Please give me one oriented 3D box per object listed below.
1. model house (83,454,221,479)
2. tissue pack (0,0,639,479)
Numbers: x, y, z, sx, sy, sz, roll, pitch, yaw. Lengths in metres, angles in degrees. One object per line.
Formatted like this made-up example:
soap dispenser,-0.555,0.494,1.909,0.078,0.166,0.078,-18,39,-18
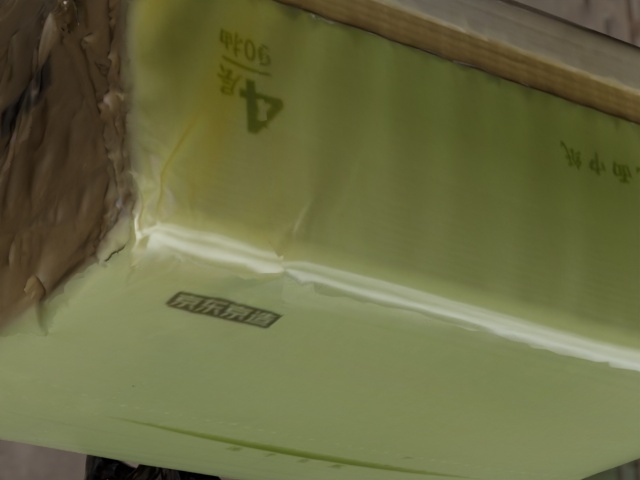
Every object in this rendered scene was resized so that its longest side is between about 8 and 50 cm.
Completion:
model house,-0.043,0.135,0.684,0.152,0.106,0.165,51,-41,36
tissue pack,0.000,0.000,0.555,0.234,0.159,0.125,16,61,-34
